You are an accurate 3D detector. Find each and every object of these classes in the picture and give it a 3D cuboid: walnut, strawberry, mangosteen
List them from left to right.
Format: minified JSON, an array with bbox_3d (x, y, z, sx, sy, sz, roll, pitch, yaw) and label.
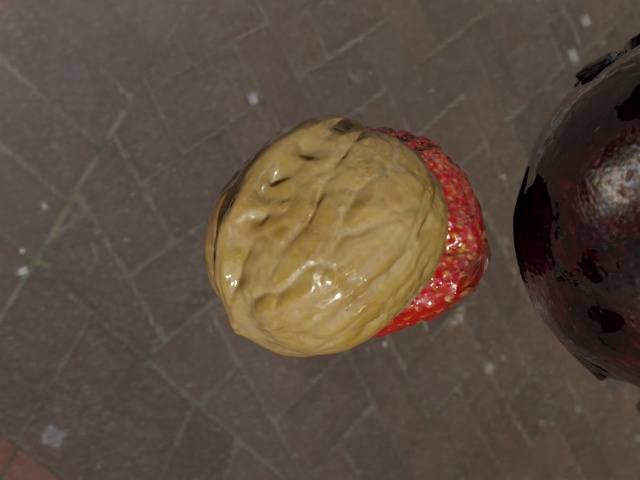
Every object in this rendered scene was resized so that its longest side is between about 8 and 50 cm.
[{"bbox_3d":[0.000,0.000,0.989,0.213,0.213,0.213,18,65,-43],"label":"walnut"},{"bbox_3d":[0.055,0.006,1.369,0.238,0.288,0.250,-43,141,-38],"label":"strawberry"},{"bbox_3d":[0.306,0.007,0.850,0.307,0.307,0.347,-12,74,-48],"label":"mangosteen"}]
